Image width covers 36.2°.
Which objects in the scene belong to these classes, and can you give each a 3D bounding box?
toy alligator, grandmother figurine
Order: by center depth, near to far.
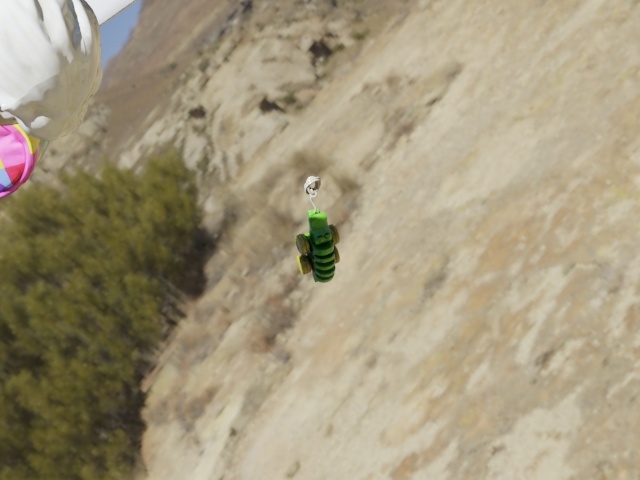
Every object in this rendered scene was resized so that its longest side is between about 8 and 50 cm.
[{"bbox_3d":[-0.278,-0.048,0.596,0.342,0.104,0.208,-29,22,13],"label":"grandmother figurine"},{"bbox_3d":[0.000,0.000,1.331,0.056,0.190,0.051,-18,46,-16],"label":"toy alligator"}]

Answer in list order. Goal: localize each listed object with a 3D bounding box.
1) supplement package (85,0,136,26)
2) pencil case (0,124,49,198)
[{"bbox_3d":[-0.234,-0.360,1.041,0.261,0.204,0.145,-18,27,43],"label":"supplement package"},{"bbox_3d":[-0.271,-0.138,0.862,0.104,0.104,0.236,-43,24,35],"label":"pencil case"}]
